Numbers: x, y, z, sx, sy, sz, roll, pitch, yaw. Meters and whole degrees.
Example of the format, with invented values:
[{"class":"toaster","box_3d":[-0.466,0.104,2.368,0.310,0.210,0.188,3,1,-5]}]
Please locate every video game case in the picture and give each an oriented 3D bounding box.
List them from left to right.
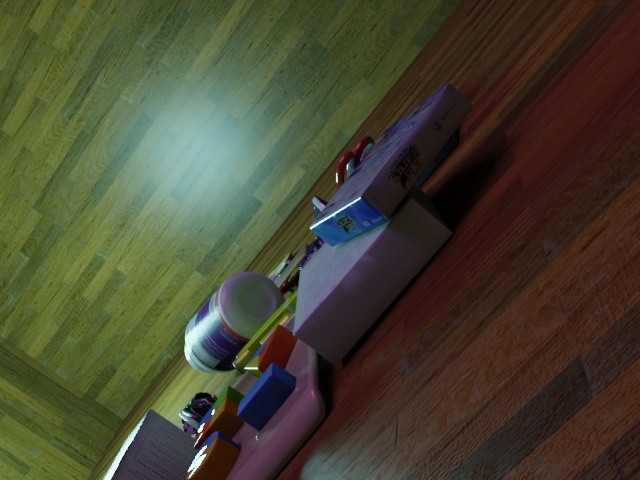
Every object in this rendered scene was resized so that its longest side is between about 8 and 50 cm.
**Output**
[{"class":"video game case","box_3d":[0.110,-0.116,1.337,0.244,0.061,0.269,-53,8,-18]}]

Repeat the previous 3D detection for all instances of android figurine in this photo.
[{"class":"android figurine","box_3d":[-0.078,0.175,1.736,0.273,0.056,0.248,-46,1,-1]}]

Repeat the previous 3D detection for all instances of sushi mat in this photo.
[{"class":"sushi mat","box_3d":[-0.177,0.171,2.571,0.151,0.019,0.316,-46,11,38]}]

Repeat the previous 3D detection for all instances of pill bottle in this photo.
[{"class":"pill bottle","box_3d":[-0.231,0.224,2.064,0.323,0.181,0.181,-45,11,47]}]

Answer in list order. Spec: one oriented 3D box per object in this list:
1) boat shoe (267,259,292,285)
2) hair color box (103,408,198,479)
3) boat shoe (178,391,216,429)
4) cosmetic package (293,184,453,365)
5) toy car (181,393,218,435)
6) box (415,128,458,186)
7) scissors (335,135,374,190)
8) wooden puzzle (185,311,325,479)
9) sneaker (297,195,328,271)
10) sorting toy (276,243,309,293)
[{"class":"boat shoe","box_3d":[-0.166,0.153,2.348,0.258,0.084,0.095,-55,8,-16]},{"class":"hair color box","box_3d":[-0.322,0.483,1.475,0.105,0.174,0.347,-51,8,21]},{"class":"boat shoe","box_3d":[-0.287,0.410,1.931,0.079,0.084,0.233,-55,5,-8]},{"class":"cosmetic package","box_3d":[0.080,0.026,1.411,0.284,0.097,0.377,-52,8,11]},{"class":"toy car","box_3d":[-0.301,0.455,2.065,0.122,0.060,0.040,-37,-37,-3]},{"class":"box","box_3d":[0.198,-0.167,1.715,0.232,0.059,0.183,-49,10,26]},{"class":"scissors","box_3d":[0.065,-0.091,1.563,0.109,0.021,0.297,-52,-20,-25]},{"class":"wooden puzzle","box_3d":[-0.121,0.290,1.349,0.322,0.080,0.348,-51,15,12]},{"class":"sneaker","box_3d":[-0.001,0.000,1.864,0.163,0.086,0.226,-56,30,13]},{"class":"sorting toy","box_3d":[-0.063,0.086,2.172,0.132,0.046,0.274,-52,7,9]}]
